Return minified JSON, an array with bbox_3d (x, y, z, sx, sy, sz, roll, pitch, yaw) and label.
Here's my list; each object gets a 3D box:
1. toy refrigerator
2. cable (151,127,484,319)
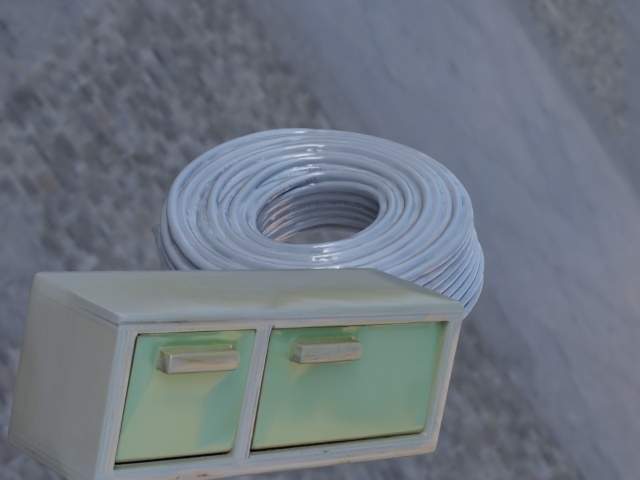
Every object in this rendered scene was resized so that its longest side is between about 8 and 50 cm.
[{"bbox_3d":[-0.040,0.077,1.018,0.270,0.102,0.094,1,14,-44],"label":"toy refrigerator"},{"bbox_3d":[0.000,0.000,1.381,0.257,0.257,0.089,-113,-164,-55],"label":"cable"}]
